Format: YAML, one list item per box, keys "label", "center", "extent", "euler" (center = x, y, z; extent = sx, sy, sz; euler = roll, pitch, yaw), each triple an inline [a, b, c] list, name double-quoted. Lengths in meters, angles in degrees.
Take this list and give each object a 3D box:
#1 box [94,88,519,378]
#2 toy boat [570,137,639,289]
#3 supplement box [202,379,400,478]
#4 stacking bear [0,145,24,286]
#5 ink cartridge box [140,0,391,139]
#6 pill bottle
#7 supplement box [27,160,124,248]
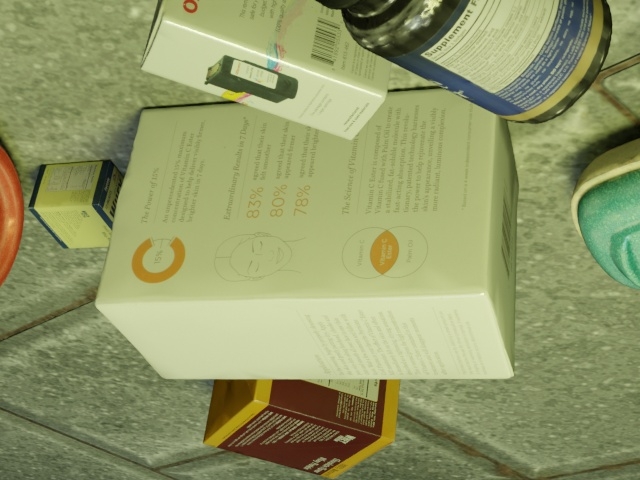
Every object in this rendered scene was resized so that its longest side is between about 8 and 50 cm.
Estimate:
- label: "box"
  center: [0.000, 0.000, 1.062]
  extent: [0.345, 0.215, 0.168]
  euler: [-2, 149, 17]
- label: "toy boat"
  center: [0.392, 0.021, 1.053]
  extent: [0.267, 0.148, 0.318]
  euler: [-14, 137, 32]
- label: "supplement box"
  center: [-0.023, 0.205, 1.503]
  extent: [0.194, 0.129, 0.191]
  euler: [19, 148, -17]
- label: "stacking bear"
  center: [-0.471, -0.035, 1.182]
  extent: [0.289, 0.175, 0.164]
  euler: [12, 169, 11]
- label: "ink cartridge box"
  center: [-0.035, -0.169, 0.871]
  extent: [0.175, 0.127, 0.072]
  euler: [17, 151, -14]
- label: "pill bottle"
  center: [0.093, -0.173, 0.814]
  extent: [0.219, 0.122, 0.123]
  euler: [20, 148, -34]
- label: "supplement box"
  center: [-0.247, -0.037, 1.215]
  extent: [0.083, 0.056, 0.083]
  euler: [-3, 148, 18]
